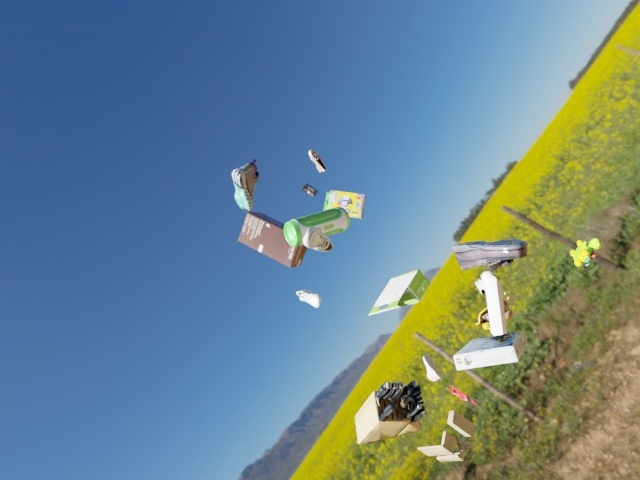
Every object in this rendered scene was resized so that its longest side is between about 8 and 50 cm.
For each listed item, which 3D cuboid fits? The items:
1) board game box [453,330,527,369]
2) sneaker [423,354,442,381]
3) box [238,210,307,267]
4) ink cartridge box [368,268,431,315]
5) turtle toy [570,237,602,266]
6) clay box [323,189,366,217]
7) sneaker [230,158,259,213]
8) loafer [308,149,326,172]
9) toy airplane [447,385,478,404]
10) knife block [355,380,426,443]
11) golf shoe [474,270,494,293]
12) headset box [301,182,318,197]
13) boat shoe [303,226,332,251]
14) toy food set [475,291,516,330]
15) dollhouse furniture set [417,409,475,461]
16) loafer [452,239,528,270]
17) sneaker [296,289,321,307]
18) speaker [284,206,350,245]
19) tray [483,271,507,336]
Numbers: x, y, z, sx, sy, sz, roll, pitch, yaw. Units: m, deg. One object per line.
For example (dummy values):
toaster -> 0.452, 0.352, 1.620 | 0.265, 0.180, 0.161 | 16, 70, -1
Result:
board game box -> 0.593, 0.376, 1.528 | 0.193, 0.053, 0.305 | -18, -10, 29
sneaker -> 0.551, 0.652, 2.239 | 0.051, 0.134, 0.070 | -12, -33, -40
box -> -0.266, -0.009, 2.539 | 0.143, 0.381, 0.191 | -11, -56, -67
ink cartridge box -> 0.355, 0.263, 1.997 | 0.189, 0.097, 0.255 | -29, 17, 52
turtle toy -> 1.032, 0.044, 1.714 | 0.095, 0.066, 0.130 | -67, -5, -55
clay box -> 0.126, -0.195, 2.373 | 0.053, 0.222, 0.127 | 18, -99, -75
sneaker -> -0.243, -0.181, 1.535 | 0.098, 0.083, 0.223 | -42, -18, -23
loafer -> -0.011, -0.393, 2.176 | 0.039, 0.125, 0.045 | -5, 33, 52
toy airplane -> 0.592, 0.654, 1.879 | 0.028, 0.151, 0.151 | -54, -16, -7
knife block -> 0.171, 0.480, 1.245 | 0.276, 0.088, 0.242 | -25, -44, 23
golf shoe -> 0.884, 0.222, 2.348 | 0.069, 0.086, 0.176 | -7, -31, -5
headset box -> -0.041, -0.208, 1.828 | 0.032, 0.062, 0.083 | -56, 1, 11
boat shoe -> 0.000, 0.000, 1.740 | 0.083, 0.076, 0.226 | -69, -16, 2
toy food set -> 0.824, 0.342, 2.045 | 0.218, 0.071, 0.128 | -43, -50, 7
dollhouse furniture set -> 0.465, 0.725, 1.632 | 0.123, 0.144, 0.151 | -37, 21, 46
loafer -> 0.524, 0.050, 1.362 | 0.109, 0.095, 0.302 | -12, 3, -17
sneaker -> -0.072, 0.337, 2.569 | 0.094, 0.212, 0.080 | 7, -86, -27
speaker -> -0.013, -0.066, 2.011 | 0.296, 0.131, 0.131 | -18, -34, -31
tray -> 0.710, 0.266, 1.786 | 0.145, 0.030, 0.270 | -67, -33, -83
